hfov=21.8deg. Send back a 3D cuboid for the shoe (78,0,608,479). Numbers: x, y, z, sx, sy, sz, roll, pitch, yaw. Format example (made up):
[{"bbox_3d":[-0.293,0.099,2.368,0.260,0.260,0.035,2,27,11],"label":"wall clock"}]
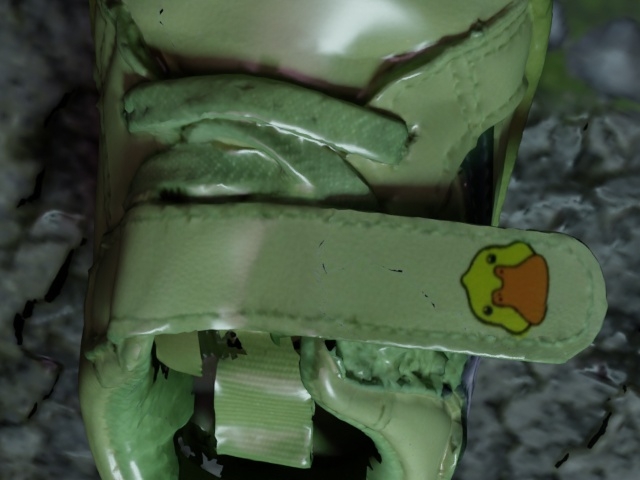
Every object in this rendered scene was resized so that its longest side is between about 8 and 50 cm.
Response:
[{"bbox_3d":[0.001,-0.005,0.477,0.140,0.128,0.262,1,130,-8],"label":"shoe"}]
